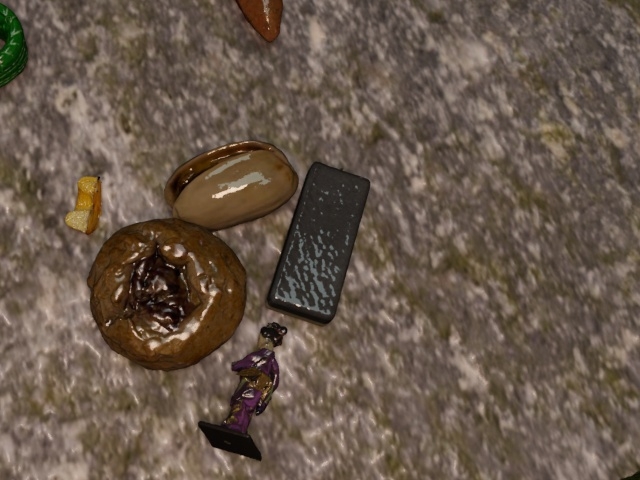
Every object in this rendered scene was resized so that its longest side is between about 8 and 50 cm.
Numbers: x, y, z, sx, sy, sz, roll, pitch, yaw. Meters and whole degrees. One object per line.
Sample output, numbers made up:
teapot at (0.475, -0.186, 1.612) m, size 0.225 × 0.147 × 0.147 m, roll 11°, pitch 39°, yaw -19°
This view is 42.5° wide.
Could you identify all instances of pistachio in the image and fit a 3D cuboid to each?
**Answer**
pistachio at (-0.136, -0.081, 1.271) m, size 0.206 × 0.131 × 0.129 m, roll -20°, pitch 33°, yaw -6°

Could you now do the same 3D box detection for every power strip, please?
power strip at (0.000, 0.000, 1.294) m, size 0.105 × 0.070 × 0.256 m, roll 20°, pitch 70°, yaw -7°

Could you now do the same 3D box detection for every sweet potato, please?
sweet potato at (-0.117, -0.455, 1.407) m, size 0.097 × 0.097 × 0.251 m, roll -15°, pitch 74°, yaw -16°

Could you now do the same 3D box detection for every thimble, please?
thimble at (-0.520, -0.297, 1.272) m, size 0.130 × 0.090 × 0.118 m, roll -28°, pitch 81°, yaw -19°

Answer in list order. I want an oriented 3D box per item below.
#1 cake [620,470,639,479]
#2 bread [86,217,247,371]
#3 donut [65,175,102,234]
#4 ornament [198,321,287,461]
cake at (0.414, 0.464, 1.235) m, size 0.284 × 0.172 × 0.158 m, roll -15°, pitch 80°, yaw -50°
bread at (-0.219, 0.076, 1.181) m, size 0.230 × 0.123 × 0.230 m, roll 2°, pitch 83°, yaw -13°
donut at (-0.356, -0.055, 1.241) m, size 0.038 × 0.067 × 0.083 m, roll 6°, pitch 104°, yaw 8°
ornament at (-0.106, 0.209, 1.205) m, size 0.081 × 0.088 × 0.203 m, roll 5°, pitch 56°, yaw 15°
